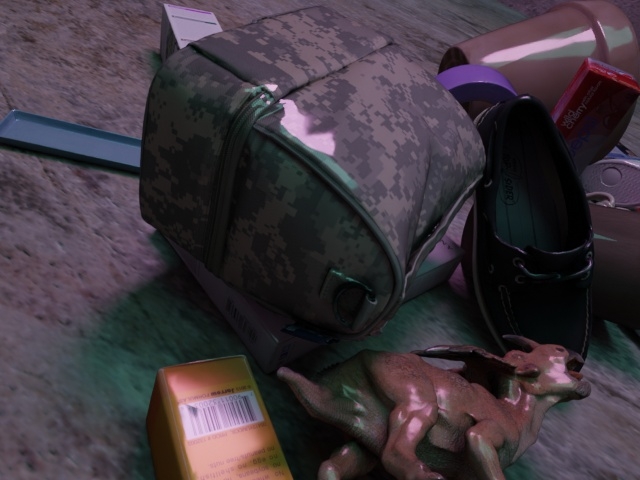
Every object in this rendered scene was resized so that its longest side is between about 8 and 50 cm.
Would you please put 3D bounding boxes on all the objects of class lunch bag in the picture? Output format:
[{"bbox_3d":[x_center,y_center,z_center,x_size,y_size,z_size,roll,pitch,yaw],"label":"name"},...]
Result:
[{"bbox_3d":[0.013,-0.069,0.494,0.256,0.213,0.305,32,40,13],"label":"lunch bag"}]

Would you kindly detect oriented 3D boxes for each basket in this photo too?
[{"bbox_3d":[0.326,0.013,0.692,0.226,0.154,0.204,13,27,-5],"label":"basket"}]

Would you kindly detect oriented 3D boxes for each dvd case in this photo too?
[{"bbox_3d":[0.722,-0.210,1.244,0.180,0.022,0.253,0,43,-24],"label":"dvd case"}]

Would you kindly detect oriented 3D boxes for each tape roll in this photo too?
[{"bbox_3d":[0.256,-0.201,0.874,0.188,0.189,0.080,16,39,-8],"label":"tape roll"}]

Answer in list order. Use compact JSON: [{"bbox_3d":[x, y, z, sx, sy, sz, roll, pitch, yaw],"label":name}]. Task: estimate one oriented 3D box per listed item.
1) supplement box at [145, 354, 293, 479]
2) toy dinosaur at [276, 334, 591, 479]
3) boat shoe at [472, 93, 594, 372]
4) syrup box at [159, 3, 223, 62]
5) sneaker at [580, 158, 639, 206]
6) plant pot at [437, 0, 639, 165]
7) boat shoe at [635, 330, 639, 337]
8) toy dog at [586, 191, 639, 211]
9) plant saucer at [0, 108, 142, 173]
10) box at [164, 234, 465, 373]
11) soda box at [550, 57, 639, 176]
[{"bbox_3d":[-0.058,0.199,0.344,0.080,0.078,0.233,-1,44,-30],"label":"supplement box"},{"bbox_3d":[0.086,0.140,0.423,0.295,0.127,0.200,22,37,-15],"label":"toy dinosaur"},{"bbox_3d":[0.245,-0.002,0.561,0.127,0.113,0.340,-4,85,1],"label":"boat shoe"},{"bbox_3d":[-0.210,-0.308,0.854,0.096,0.093,0.237,-1,43,-26],"label":"syrup box"},{"bbox_3d":[0.670,-0.116,1.025,0.255,0.094,0.151,10,13,34],"label":"sneaker"},{"bbox_3d":[0.395,-0.299,0.997,0.280,0.323,0.323,-5,43,-8],"label":"plant pot"},{"bbox_3d":[0.538,0.090,0.750,0.226,0.083,0.076,-13,51,-35],"label":"boat shoe"},{"bbox_3d":[0.605,-0.025,0.845,0.161,0.333,0.220,59,11,-22],"label":"toy dog"},{"bbox_3d":[-0.311,-0.126,0.654,0.192,0.018,0.067,12,39,-14],"label":"plant saucer"},{"bbox_3d":[0.000,0.000,0.621,0.322,0.058,0.232,-18,53,-41],"label":"box"},{"bbox_3d":[0.404,-0.157,0.833,0.083,0.263,0.092,27,38,8],"label":"soda box"}]
